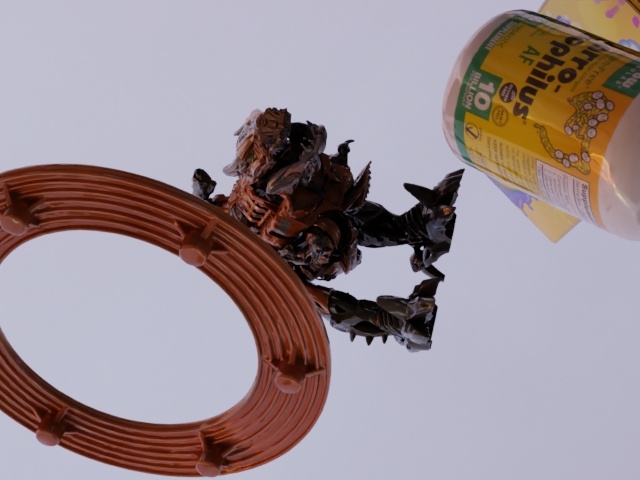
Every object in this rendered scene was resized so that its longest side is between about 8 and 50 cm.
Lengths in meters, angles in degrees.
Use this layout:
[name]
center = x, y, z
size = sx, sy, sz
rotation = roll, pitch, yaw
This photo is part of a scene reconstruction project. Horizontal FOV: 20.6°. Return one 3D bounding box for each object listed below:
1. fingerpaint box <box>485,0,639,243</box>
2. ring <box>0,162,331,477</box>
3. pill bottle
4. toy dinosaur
[fingerpaint box]
center = 0.340, -0.221, 1.575
size = 0.371, 0.445, 0.163
rotation = -42, -96, -18
[ring]
center = -0.156, 0.078, 1.372
size = 0.337, 0.336, 0.032
rotation = 22, -135, -3
[pill bottle]
center = 0.191, -0.069, 1.165
size = 0.117, 0.117, 0.208
rotation = -38, -134, -26
[toy dinosaur]
center = 0.000, 0.000, 1.484
size = 0.218, 0.322, 0.164
rotation = 10, -103, 6
